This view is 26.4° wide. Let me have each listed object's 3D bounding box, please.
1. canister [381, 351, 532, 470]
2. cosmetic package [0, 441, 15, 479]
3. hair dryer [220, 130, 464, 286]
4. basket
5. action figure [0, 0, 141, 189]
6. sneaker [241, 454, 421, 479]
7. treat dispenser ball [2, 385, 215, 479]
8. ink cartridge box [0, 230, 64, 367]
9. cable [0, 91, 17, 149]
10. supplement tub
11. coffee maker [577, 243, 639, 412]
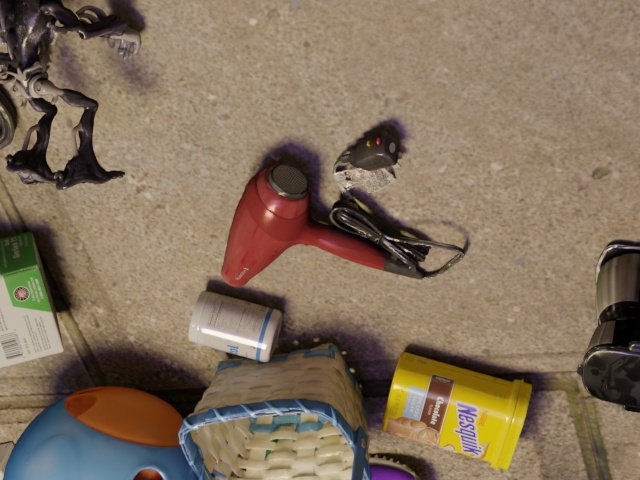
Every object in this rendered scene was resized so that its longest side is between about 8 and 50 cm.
[{"bbox_3d":[0.171,0.216,1.734,0.170,0.073,0.126,15,131,7],"label":"canister"},{"bbox_3d":[-0.550,0.383,2.108,0.239,0.060,0.099,-16,122,28],"label":"cosmetic package"},{"bbox_3d":[0.000,0.000,1.601,0.293,0.080,0.223,-13,124,27],"label":"hair dryer"},{"bbox_3d":[-0.053,0.280,1.712,0.255,0.289,0.201,-8,126,23],"label":"basket"},{"bbox_3d":[-0.294,-0.199,1.493,0.164,0.141,0.275,0,103,28],"label":"action figure"},{"bbox_3d":[0.005,0.390,1.882,0.293,0.146,0.102,-12,125,26],"label":"sneaker"},{"bbox_3d":[-0.284,0.341,1.837,0.288,0.288,0.288,9,131,10],"label":"treat dispenser ball"},{"bbox_3d":[-0.453,0.092,1.757,0.208,0.087,0.153,-14,129,-9],"label":"ink cartridge box"},{"bbox_3d":[-0.436,-0.233,1.578,0.139,0.072,0.287,-32,128,17],"label":"cable"},{"bbox_3d":[-0.107,0.109,1.733,0.107,0.071,0.071,14,132,6],"label":"supplement tub"},{"bbox_3d":[0.378,0.092,1.493,0.171,0.178,0.120,-14,124,27],"label":"coffee maker"}]
